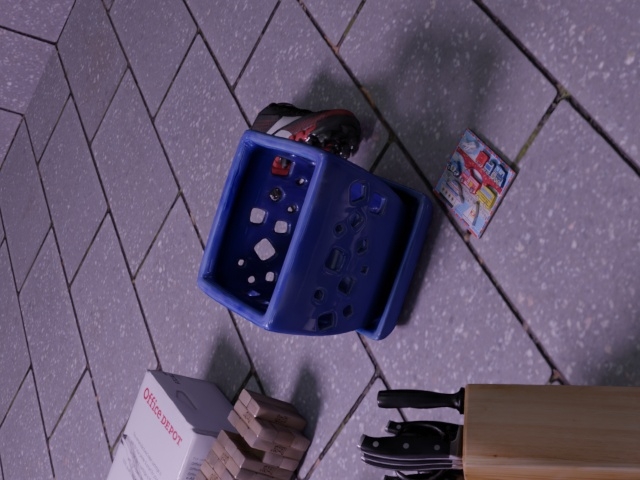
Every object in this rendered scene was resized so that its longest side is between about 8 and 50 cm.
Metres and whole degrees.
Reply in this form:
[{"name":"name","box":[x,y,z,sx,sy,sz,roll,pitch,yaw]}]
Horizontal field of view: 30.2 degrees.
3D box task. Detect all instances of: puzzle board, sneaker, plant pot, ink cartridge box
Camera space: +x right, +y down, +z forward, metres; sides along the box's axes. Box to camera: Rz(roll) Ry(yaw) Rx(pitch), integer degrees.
[{"name":"puzzle board","box":[0.190,-0.074,1.491,0.096,0.011,0.128,-62,33,20]},{"name":"sneaker","box":[-0.036,-0.161,1.800,0.276,0.097,0.135,-24,60,53]},{"name":"plant pot","box":[0.000,0.000,1.568,0.236,0.212,0.236,25,99,58]},{"name":"ink cartridge box","box":[-0.232,0.390,1.848,0.223,0.129,0.308,37,108,57]}]

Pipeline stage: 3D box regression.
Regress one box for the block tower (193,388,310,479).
[{"name":"block tower","box":[-0.139,0.384,1.694,0.335,0.097,0.091,-63,33,6]}]

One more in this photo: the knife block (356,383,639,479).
[{"name":"knife block","box":[0.184,0.192,1.160,0.275,0.242,0.088,-33,43,47]}]
